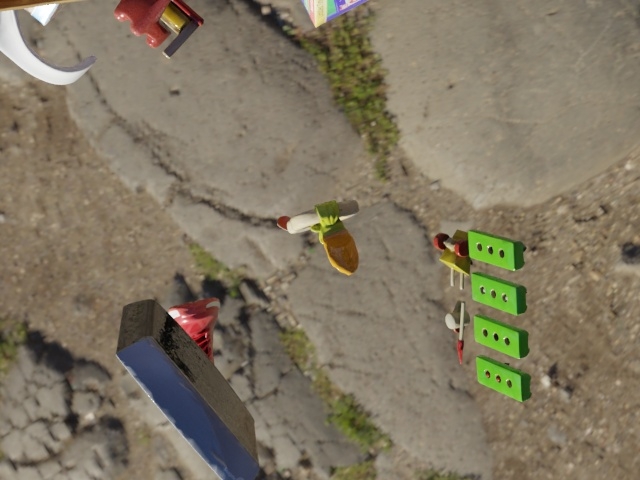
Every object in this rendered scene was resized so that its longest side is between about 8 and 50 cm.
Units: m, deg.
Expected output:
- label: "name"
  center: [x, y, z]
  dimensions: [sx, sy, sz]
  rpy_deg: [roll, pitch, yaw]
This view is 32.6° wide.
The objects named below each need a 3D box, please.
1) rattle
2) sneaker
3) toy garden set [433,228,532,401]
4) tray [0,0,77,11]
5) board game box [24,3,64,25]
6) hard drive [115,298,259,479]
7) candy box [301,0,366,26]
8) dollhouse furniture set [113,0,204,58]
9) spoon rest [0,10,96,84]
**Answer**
- label: "rattle"
  center: [0.000, 0.000, 2.045]
  dimensions: [0.200, 0.130, 0.143]
  rpy_deg: [-23, 98, 51]
- label: "sneaker"
  center: [-0.189, 0.171, 1.754]
  dimensions: [0.087, 0.221, 0.128]
  rpy_deg: [-13, 77, -6]
- label: "toy garden set"
  center: [0.257, 0.099, 1.683]
  dimensions: [0.204, 0.049, 0.244]
  rpy_deg: [19, 118, 59]
- label: "tray"
  center: [-0.122, -0.303, 1.059]
  dimensions: [0.203, 0.411, 0.076]
  rpy_deg: [-9, 98, 54]
- label: "board game box"
  center: [-0.472, -0.530, 1.713]
  dimensions: [0.291, 0.141, 0.232]
  rpy_deg: [38, 136, -11]
- label: "hard drive"
  center: [-0.167, 0.197, 1.426]
  dimensions: [0.054, 0.172, 0.254]
  rpy_deg: [-35, 109, 6]
- label: "candy box"
  center: [0.103, -0.517, 1.868]
  dimensions: [0.317, 0.268, 0.122]
  rpy_deg: [-26, 86, -2]
- label: "dollhouse furniture set"
  center: [-0.289, -0.410, 1.412]
  dimensions: [0.374, 0.201, 0.152]
  rpy_deg: [40, 94, -13]
- label: "spoon rest"
  center: [-0.466, -0.335, 1.635]
  dimensions: [0.276, 0.084, 0.137]
  rpy_deg: [42, 135, -15]
